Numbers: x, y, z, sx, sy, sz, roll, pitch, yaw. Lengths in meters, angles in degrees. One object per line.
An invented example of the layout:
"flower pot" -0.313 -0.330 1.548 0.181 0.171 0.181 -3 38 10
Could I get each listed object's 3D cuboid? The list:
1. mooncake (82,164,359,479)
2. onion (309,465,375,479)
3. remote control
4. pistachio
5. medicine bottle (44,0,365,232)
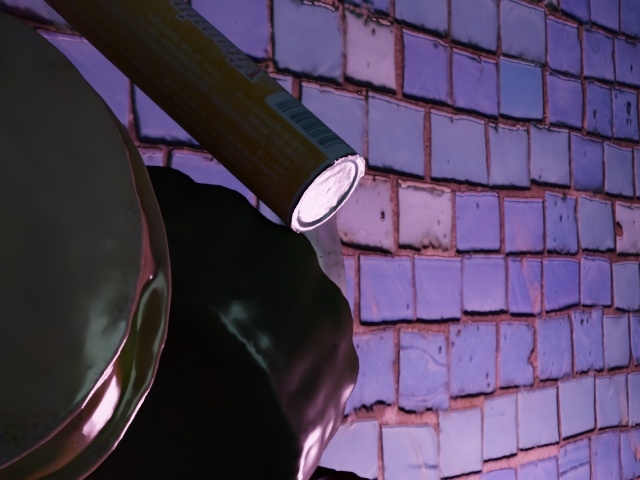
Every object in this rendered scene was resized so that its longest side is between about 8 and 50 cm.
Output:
"mooncake" -0.143 0.102 1.415 0.194 0.356 0.356 -58 135 -49
"onion" 0.013 0.429 1.731 0.282 0.260 0.336 48 41 -59
"remote control" -0.002 -0.001 1.958 0.097 0.045 0.256 -10 94 -59
"pistachio" -0.310 0.004 1.156 0.445 0.365 0.281 59 -1 23
"medicine bottle" -0.139 -0.173 1.407 0.108 0.426 0.108 -38 156 -20
